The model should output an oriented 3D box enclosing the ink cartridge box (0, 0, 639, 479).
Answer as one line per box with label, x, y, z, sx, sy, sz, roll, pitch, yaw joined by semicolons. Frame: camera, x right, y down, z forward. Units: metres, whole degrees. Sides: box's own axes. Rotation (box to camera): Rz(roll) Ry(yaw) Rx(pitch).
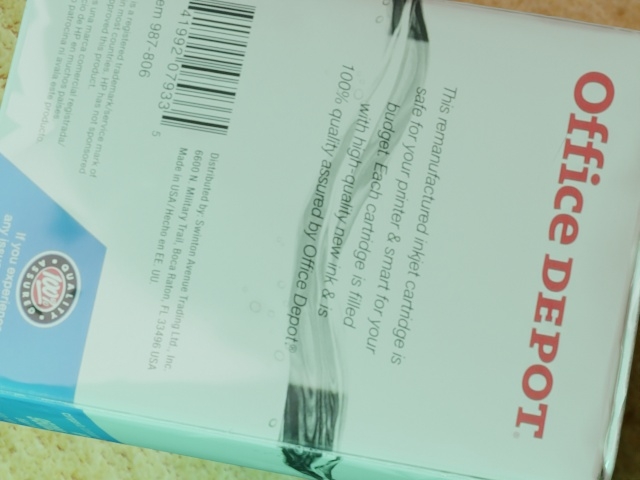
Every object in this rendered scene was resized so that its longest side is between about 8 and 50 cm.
ink cartridge box;0.000;0.000;1.209;0.395;0.166;0.285;10;76;7
